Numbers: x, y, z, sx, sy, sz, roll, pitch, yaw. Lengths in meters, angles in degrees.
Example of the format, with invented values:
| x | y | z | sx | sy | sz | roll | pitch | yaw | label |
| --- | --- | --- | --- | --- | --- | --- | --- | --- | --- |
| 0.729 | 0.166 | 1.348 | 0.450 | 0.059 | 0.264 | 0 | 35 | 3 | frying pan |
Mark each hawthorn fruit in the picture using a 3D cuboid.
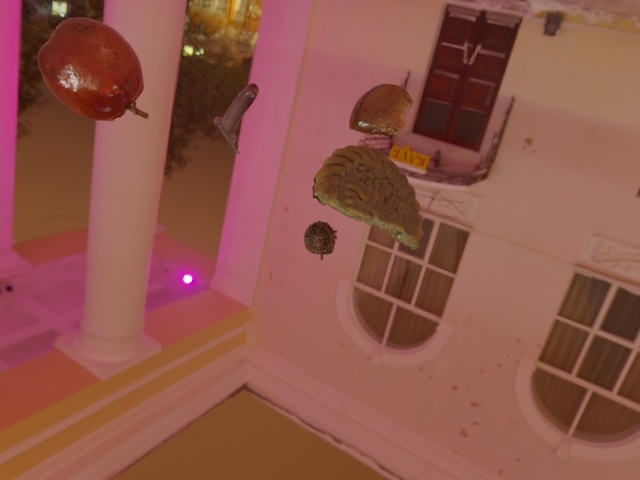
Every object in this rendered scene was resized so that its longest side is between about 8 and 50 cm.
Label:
| x | y | z | sx | sy | sz | roll | pitch | yaw | label |
| --- | --- | --- | --- | --- | --- | --- | --- | --- | --- |
| -0.484 | -0.362 | 1.176 | 0.253 | 0.205 | 0.205 | 40 | -159 | -3 | hawthorn fruit |

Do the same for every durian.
| x | y | z | sx | sy | sz | roll | pitch | yaw | label |
| --- | --- | --- | --- | --- | --- | --- | --- | --- | --- |
| 0.000 | 0.000 | 1.191 | 0.080 | 0.091 | 0.080 | -2 | -178 | 0 | durian |

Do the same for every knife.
| x | y | z | sx | sy | sz | roll | pitch | yaw | label |
| --- | --- | --- | --- | --- | --- | --- | --- | --- | --- |
| -0.229 | -0.333 | 1.449 | 0.053 | 0.278 | 0.123 | -41 | -87 | -29 | knife |

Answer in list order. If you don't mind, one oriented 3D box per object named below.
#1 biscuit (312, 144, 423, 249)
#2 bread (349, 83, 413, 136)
| x | y | z | sx | sy | sz | roll | pitch | yaw | label |
| --- | --- | --- | --- | --- | --- | --- | --- | --- | --- |
| 0.112 | -0.107 | 1.085 | 0.274 | 0.036 | 0.187 | 22 | -121 | -27 | biscuit |
| 0.130 | -0.285 | 1.139 | 0.126 | 0.044 | 0.129 | 16 | -120 | 23 | bread |
